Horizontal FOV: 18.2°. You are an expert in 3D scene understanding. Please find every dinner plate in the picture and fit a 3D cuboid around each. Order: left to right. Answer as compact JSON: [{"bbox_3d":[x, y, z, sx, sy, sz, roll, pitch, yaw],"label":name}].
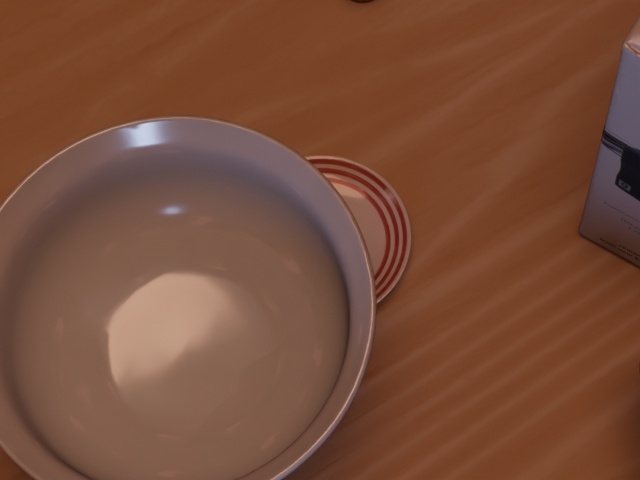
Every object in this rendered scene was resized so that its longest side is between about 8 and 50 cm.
[{"bbox_3d":[0.000,0.000,1.550,0.141,0.017,0.141,0,67,0],"label":"dinner plate"}]

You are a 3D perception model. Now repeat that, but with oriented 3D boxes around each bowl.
[{"bbox_3d":[-0.102,0.067,1.452,0.298,0.134,0.298,-2,72,6],"label":"bowl"}]

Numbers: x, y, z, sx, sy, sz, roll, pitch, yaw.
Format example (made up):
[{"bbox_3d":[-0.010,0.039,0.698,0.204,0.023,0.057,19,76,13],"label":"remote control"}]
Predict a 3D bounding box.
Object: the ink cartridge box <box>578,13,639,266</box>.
[{"bbox_3d":[0.302,-0.123,1.438,0.129,0.307,0.223,29,70,13],"label":"ink cartridge box"}]
